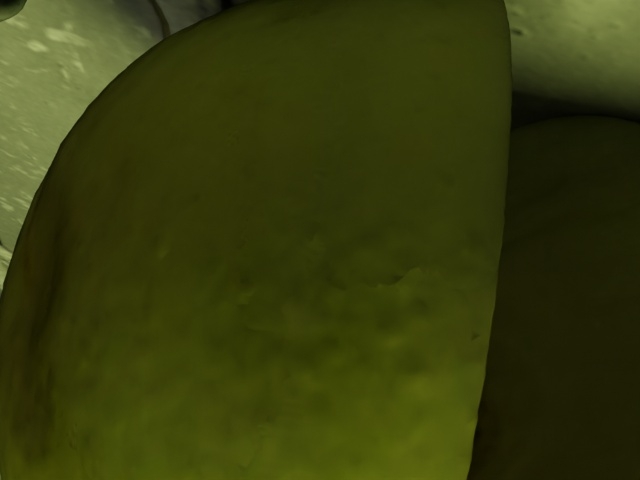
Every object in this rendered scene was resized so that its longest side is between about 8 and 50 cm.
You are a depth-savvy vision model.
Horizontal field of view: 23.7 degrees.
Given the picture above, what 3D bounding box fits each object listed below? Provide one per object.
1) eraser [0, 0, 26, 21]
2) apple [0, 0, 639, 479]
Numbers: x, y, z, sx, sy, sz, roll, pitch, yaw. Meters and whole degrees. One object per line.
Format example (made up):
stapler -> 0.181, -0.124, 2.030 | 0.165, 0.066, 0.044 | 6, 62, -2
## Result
eraser -> -0.274, -0.116, 0.726 | 0.171, 0.087, 0.290 | 27, 165, -30
apple -> 0.028, 0.054, 0.552 | 0.292, 0.254, 0.292 | 4, 147, 3
